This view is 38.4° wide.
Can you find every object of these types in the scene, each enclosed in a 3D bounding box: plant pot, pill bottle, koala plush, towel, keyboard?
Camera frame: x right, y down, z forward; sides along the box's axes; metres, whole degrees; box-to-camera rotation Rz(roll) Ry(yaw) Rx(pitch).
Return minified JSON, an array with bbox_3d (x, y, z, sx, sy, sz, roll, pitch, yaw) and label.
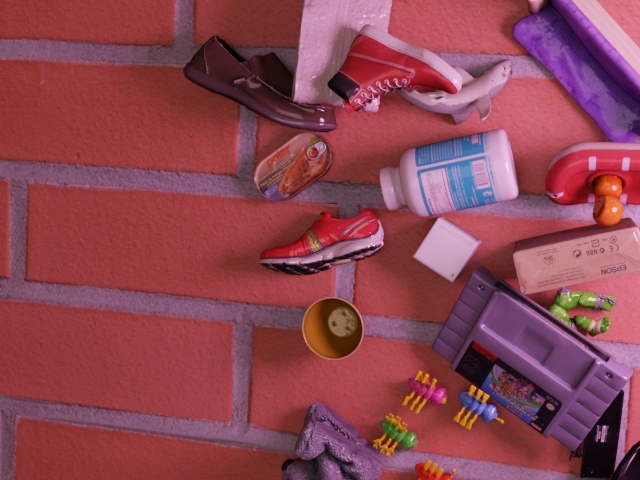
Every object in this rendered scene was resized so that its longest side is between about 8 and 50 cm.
[{"bbox_3d":[0.038,0.181,1.968,0.134,0.095,0.134,1,95,16],"label":"plant pot"},{"bbox_3d":[0.258,-0.130,1.859,0.264,0.146,0.146,-11,91,16],"label":"pill bottle"},{"bbox_3d":[-0.002,0.503,1.960,0.203,0.196,0.221,38,99,0],"label":"koala plush"},{"bbox_3d":[0.047,-0.410,1.889,0.187,0.049,0.282,7,84,-10],"label":"towel"},{"bbox_3d":[0.560,0.390,1.881,0.100,0.038,0.192,5,95,-9],"label":"keyboard"}]

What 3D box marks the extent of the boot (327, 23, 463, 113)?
[{"bbox_3d":[0.142,-0.301,1.805,0.244,0.088,0.176,28,82,21],"label":"boot"}]

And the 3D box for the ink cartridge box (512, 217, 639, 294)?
[{"bbox_3d":[0.499,0.027,1.780,0.234,0.193,0.088,-13,93,16],"label":"ink cartridge box"}]

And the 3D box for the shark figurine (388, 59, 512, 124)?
[{"bbox_3d":[0.253,-0.282,1.878,0.278,0.116,0.166,-1,60,8],"label":"shark figurine"}]

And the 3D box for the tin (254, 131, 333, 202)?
[{"bbox_3d":[-0.058,-0.160,2.001,0.189,0.040,0.106,-34,89,15],"label":"tin"}]

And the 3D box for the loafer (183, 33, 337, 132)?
[{"bbox_3d":[-0.121,-0.337,1.953,0.365,0.134,0.130,26,101,12],"label":"loafer"}]

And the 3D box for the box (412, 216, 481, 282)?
[{"bbox_3d":[0.263,0.018,1.898,0.101,0.087,0.102,34,102,10],"label":"box"}]

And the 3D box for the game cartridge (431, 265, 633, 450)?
[{"bbox_3d":[0.408,0.240,1.828,0.355,0.068,0.230,35,123,18],"label":"game cartridge"}]

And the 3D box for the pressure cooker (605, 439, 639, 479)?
[{"bbox_3d":[0.708,0.551,1.656,0.375,0.420,0.370,-19,57,6],"label":"pressure cooker"}]

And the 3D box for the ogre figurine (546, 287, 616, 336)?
[{"bbox_3d":[0.496,0.179,1.848,0.118,0.097,0.197,29,117,-6],"label":"ogre figurine"}]

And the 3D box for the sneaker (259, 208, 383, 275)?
[{"bbox_3d":[0.000,0.000,1.979,0.279,0.107,0.118,-13,72,13],"label":"sneaker"}]

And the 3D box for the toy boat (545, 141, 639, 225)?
[{"bbox_3d":[0.549,-0.096,1.761,0.231,0.151,0.151,2,58,18],"label":"toy boat"}]

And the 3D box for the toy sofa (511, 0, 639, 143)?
[{"bbox_3d":[0.535,-0.348,1.766,0.177,0.150,0.362,-41,83,13],"label":"toy sofa"}]

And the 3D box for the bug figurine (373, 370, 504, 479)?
[{"bbox_3d":[0.245,0.399,1.940,0.216,0.072,0.279,34,107,17],"label":"bug figurine"}]
